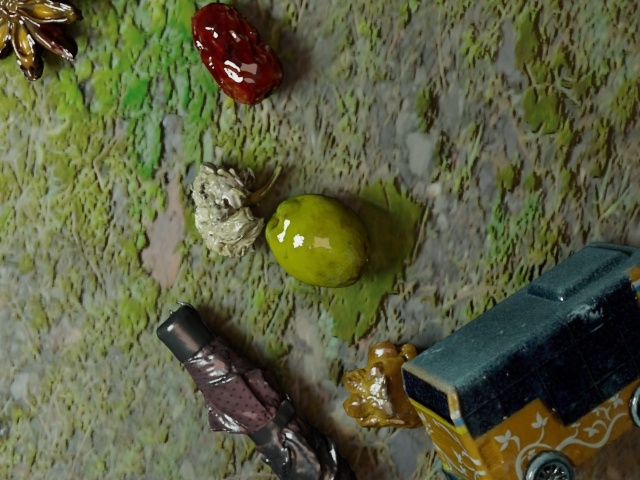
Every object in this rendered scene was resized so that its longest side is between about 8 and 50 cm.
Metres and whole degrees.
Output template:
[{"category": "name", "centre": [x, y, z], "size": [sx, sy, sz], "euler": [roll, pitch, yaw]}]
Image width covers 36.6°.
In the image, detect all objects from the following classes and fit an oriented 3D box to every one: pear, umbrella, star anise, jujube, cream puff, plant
[{"category": "pear", "centre": [0.000, 0.000, 1.148], "size": [0.131, 0.107, 0.107], "euler": [22, 97, -11]}, {"category": "umbrella", "centre": [-0.074, 0.205, 1.181], "size": [0.094, 0.090, 0.326], "euler": [-37, 99, 25]}, {"category": "star anise", "centre": [-0.327, -0.295, 1.096], "size": [0.177, 0.073, 0.234], "euler": [35, 112, 1]}, {"category": "jujube", "centre": [-0.100, -0.217, 1.124], "size": [0.077, 0.077, 0.129], "euler": [-39, 93, 4]}, {"category": "cream puff", "centre": [0.084, 0.181, 1.187], "size": [0.122, 0.094, 0.116], "euler": [-45, 102, -28]}, {"category": "plant", "centre": [-0.096, -0.045, 1.159], "size": [0.122, 0.104, 0.116], "euler": [-24, 129, -23]}]

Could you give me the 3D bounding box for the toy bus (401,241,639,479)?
[{"category": "toy bus", "centre": [0.273, 0.150, 1.118], "size": [0.323, 0.162, 0.194], "euler": [-32, 103, -12]}]
